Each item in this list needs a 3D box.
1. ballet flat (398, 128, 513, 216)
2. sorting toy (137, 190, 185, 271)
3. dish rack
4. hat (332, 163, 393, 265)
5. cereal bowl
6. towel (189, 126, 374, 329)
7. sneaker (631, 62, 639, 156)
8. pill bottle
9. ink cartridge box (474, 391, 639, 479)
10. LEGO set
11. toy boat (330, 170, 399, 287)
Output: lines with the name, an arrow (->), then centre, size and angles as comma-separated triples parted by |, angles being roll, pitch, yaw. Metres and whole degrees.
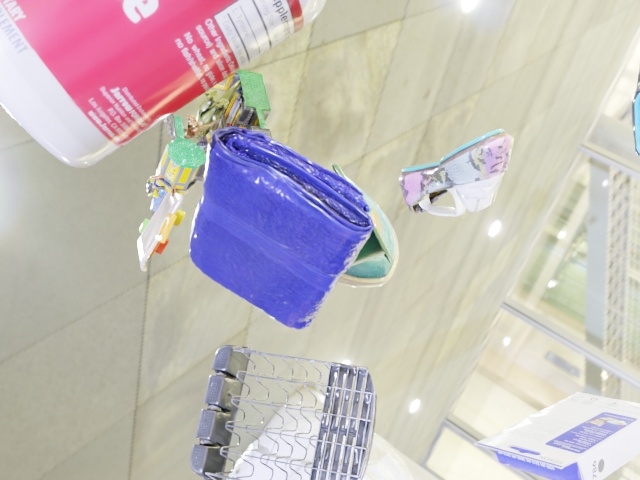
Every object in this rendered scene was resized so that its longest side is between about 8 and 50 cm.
ballet flat -> 0.162, -0.069, 0.839 | 0.076, 0.079, 0.221 | -15, 180, -21
sorting toy -> -0.352, -0.036, 1.598 | 0.196, 0.047, 0.347 | -62, -159, 6
dish rack -> -0.051, 0.260, 1.019 | 0.074, 0.271, 0.208 | 47, 50, -62
hat -> -0.003, 0.013, 1.115 | 0.183, 0.209, 0.173 | -30, -160, 2
cereal bowl -> 0.009, 0.430, 1.089 | 0.339, 0.339, 0.141 | -47, 167, -26
towel -> -0.064, -0.010, 0.976 | 0.076, 0.227, 0.308 | -55, 176, -35
sneaker -> 0.670, -0.308, 1.363 | 0.139, 0.125, 0.341 | -5, 97, -48
pill bottle -> -0.142, -0.272, 0.715 | 0.407, 0.229, 0.229 | -34, 156, -2
ink cartridge box -> 0.425, 0.340, 1.205 | 0.332, 0.165, 0.065 | -8, 96, -39
LEGO set -> -0.206, -0.159, 1.245 | 0.254, 0.331, 0.192 | -2, 145, -33
toy boat -> 0.000, 0.000, 1.313 | 0.318, 0.267, 0.148 | -33, 160, -32
